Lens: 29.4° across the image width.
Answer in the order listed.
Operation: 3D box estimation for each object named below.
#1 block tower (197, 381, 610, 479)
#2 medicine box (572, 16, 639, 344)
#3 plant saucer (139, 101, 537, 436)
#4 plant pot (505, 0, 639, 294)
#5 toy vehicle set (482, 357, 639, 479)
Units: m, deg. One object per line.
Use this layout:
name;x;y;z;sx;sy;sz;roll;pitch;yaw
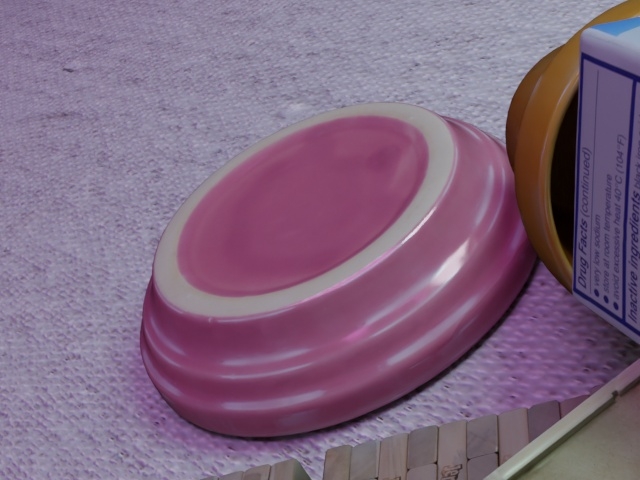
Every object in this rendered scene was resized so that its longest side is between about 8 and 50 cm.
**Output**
block tower;0.016;0.175;0.664;0.336;0.091;0.097;-18;34;19
medicine box;0.296;-0.013;0.523;0.264;0.149;0.289;-14;28;-19
plant saucer;0.000;0.000;0.932;0.332;0.084;0.332;-21;32;14
plant pot;0.205;-0.059;0.766;0.205;0.205;0.188;-30;17;-1
toy vehicle set;0.220;0.097;0.550;0.267;0.035;0.166;-27;41;-36
